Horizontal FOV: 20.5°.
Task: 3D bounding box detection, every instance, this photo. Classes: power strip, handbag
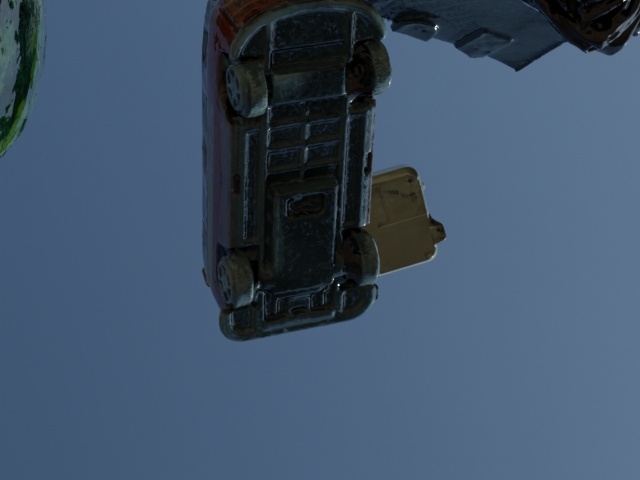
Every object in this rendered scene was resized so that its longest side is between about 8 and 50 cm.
[{"bbox_3d":[0.000,0.000,1.389,0.192,0.081,0.035,-16,-167,-3],"label":"power strip"},{"bbox_3d":[0.112,-0.215,1.470,0.229,0.179,0.062,18,-114,-24],"label":"handbag"}]

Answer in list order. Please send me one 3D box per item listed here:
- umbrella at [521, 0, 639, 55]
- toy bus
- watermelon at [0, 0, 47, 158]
[{"bbox_3d":[0.074,-0.203,0.994,0.272,0.110,0.122,32,-166,24],"label":"umbrella"},{"bbox_3d":[-0.026,-0.066,1.239,0.121,0.265,0.120,-11,-145,-18],"label":"toy bus"},{"bbox_3d":[-0.232,-0.072,0.948,0.136,0.202,0.207,44,-121,-31],"label":"watermelon"}]
